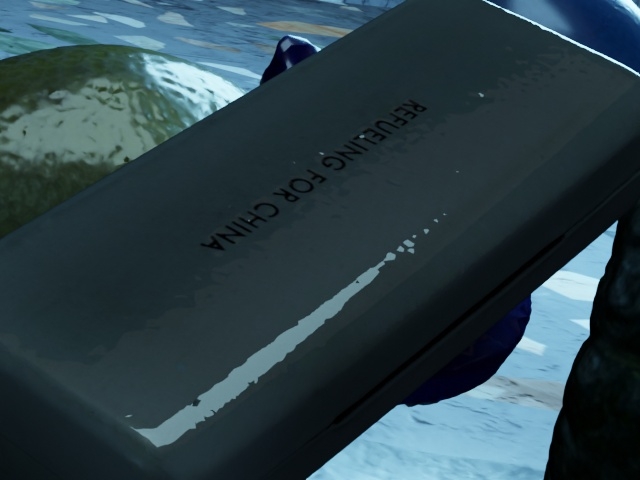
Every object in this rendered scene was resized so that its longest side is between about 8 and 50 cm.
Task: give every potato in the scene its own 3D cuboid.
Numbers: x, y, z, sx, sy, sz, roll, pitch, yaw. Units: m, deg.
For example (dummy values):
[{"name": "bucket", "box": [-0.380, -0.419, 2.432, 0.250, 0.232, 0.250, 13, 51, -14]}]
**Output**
[{"name": "potato", "box": [-0.107, -0.010, 0.826, 0.251, 0.159, 0.174, -1, 25, -25]}]

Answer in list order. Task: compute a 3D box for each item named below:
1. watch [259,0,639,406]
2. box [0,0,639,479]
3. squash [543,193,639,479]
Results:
[{"name": "watch", "box": [0.047, -0.033, 0.710, 0.171, 0.200, 0.196, 41, 42, -1]}, {"name": "box", "box": [0.000, 0.000, 0.516, 0.103, 0.055, 0.244, 30, 44, 26]}, {"name": "squash", "box": [0.181, 0.049, 0.650, 0.165, 0.252, 0.252, 11, 13, 19]}]
